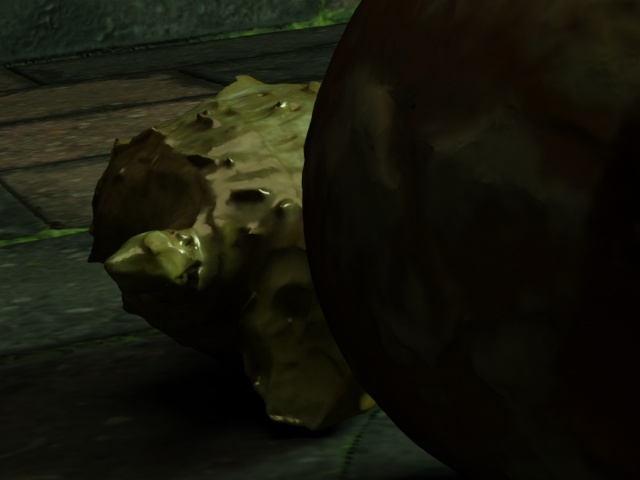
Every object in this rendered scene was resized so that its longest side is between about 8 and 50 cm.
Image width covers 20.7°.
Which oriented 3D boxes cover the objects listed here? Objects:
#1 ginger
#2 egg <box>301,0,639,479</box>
[{"bbox_3d":[0.000,0.000,0.639,0.157,0.102,0.216,35,29,31],"label":"ginger"},{"bbox_3d":[0.091,-0.016,0.457,0.195,0.195,0.233,-18,-5,-44],"label":"egg"}]
